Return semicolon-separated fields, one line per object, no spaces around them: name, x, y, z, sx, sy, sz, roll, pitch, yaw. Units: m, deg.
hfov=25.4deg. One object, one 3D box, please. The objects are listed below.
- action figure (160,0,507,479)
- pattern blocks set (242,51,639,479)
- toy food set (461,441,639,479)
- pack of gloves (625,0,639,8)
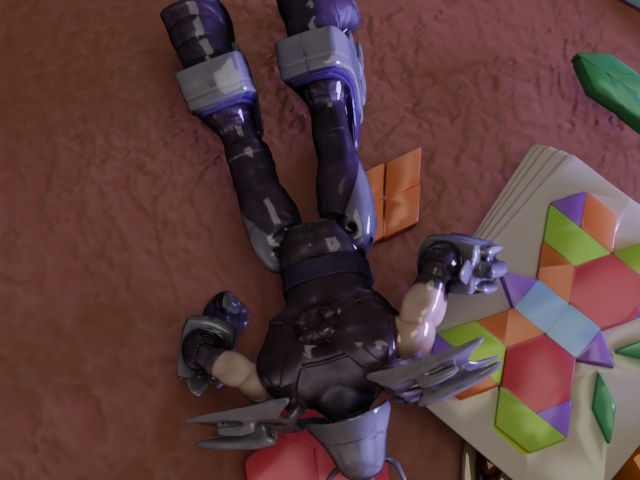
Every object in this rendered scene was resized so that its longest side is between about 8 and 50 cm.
action figure;0.000;0.000;0.755;0.185;0.099;0.285;-14;72;5
pattern blocks set;0.134;0.049;0.794;0.285;0.026;0.325;25;77;6
toy food set;0.145;0.129;0.802;0.132;0.038;0.192;-25;85;-12
pack of gloves;0.271;-0.198;0.883;0.232;0.046;0.195;39;92;-2
